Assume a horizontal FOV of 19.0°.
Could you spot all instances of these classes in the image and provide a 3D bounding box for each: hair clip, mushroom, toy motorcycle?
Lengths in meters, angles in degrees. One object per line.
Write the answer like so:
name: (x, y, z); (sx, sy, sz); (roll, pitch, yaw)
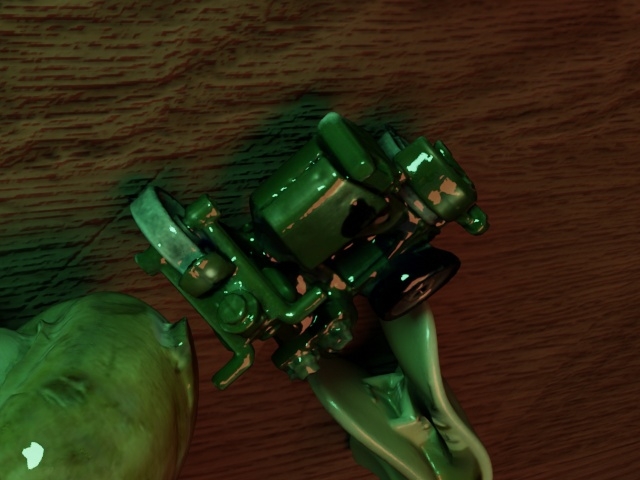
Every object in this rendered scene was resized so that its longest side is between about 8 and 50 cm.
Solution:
hair clip: (0.072, 0.150, 1.608); (0.113, 0.172, 0.282); (-29, 140, -2)
mushroom: (-0.185, 0.121, 1.200); (0.255, 0.184, 0.255); (-38, -176, 3)
toy motorcycle: (0.000, 0.000, 1.315); (0.205, 0.127, 0.275); (-41, 156, 9)
